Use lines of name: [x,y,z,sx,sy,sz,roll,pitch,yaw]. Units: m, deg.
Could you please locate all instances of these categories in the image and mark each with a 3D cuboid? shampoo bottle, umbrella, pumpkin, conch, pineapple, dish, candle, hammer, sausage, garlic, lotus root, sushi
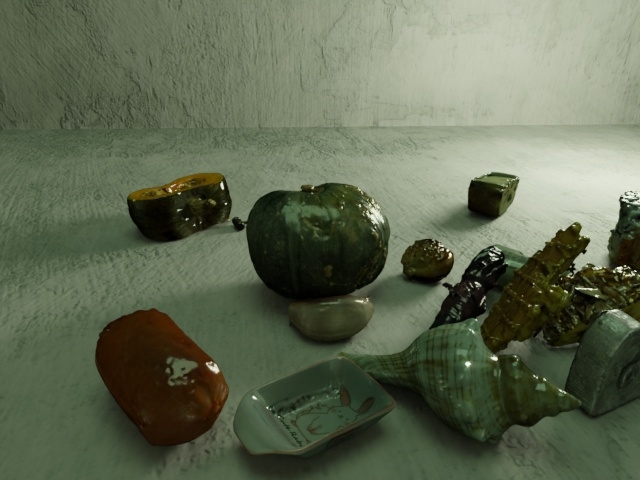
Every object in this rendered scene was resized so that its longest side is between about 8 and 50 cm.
shampoo bottle: [0.510,0.085,1.234,0.234,0.087,0.118,19,35,34]
umbrella: [0.320,0.119,1.120,0.090,0.094,0.326,4,35,40]
pumpkin: [0.000,0.000,1.188,0.327,0.257,0.291,-6,12,-1]
conch: [0.216,0.206,0.857,0.386,0.170,0.203,22,5,35]
pineapple: [0.572,0.102,1.059,0.334,0.158,0.161,-12,55,-2]
pumpkin: [-0.400,-0.103,1.544,0.221,0.139,0.317,17,27,37]
dish: [-0.016,0.272,0.804,0.234,0.064,0.154,-13,27,-31]
candle: [0.490,0.215,0.880,0.168,0.192,0.068,-47,35,0]
hammer: [-0.127,-0.065,1.619,0.292,0.029,0.058,-7,27,-22]
sausage: [-0.252,0.212,0.817,0.141,0.153,0.268,-39,41,-23]
garlic: [0.039,0.146,1.076,0.198,0.090,0.128,-12,14,-18]
lotus root: [0.574,-0.159,1.736,0.119,0.138,0.235,22,30,28]
sushi: [0.850,-0.024,1.381,0.139,0.184,0.274,13,27,27]

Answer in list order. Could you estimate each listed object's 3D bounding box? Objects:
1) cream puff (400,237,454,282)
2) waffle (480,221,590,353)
cream puff: [0.265,0.046,1.296,0.133,0.104,0.119,0,30,-1]
waffle: [0.411,0.108,1.013,0.069,0.260,0.293,40,49,8]
